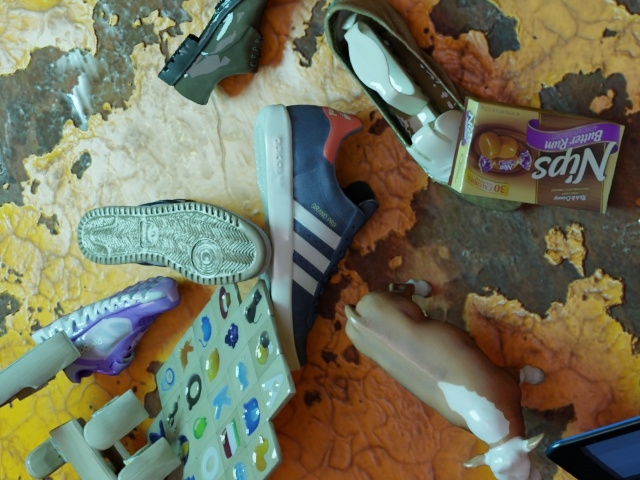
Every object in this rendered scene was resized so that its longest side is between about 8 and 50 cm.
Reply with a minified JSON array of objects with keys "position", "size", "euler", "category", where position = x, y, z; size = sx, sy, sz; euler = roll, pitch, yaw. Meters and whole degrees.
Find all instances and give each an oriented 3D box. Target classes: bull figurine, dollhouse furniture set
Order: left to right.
[{"position":[-0.345,0.268,1.915],"size":[0.242,0.161,0.212],"euler":[55,143,-4],"category":"dollhouse furniture set"},{"position":[0.166,0.163,1.749],"size":[0.310,0.188,0.101],"euler":[42,110,12],"category":"bull figurine"}]

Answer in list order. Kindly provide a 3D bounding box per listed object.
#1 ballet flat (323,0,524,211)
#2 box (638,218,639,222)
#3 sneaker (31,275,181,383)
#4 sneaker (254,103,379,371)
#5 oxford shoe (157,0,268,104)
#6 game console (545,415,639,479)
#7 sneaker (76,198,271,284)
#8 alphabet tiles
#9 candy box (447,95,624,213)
[{"position":[0.117,-0.165,1.761],"size":[0.116,0.124,0.342],"euler":[-40,82,23],"category":"ballet flat"},{"position":[0.431,-0.044,1.665],"size":[0.087,0.102,0.101],"euler":[36,109,16],"category":"box"},{"position":[-0.274,0.125,1.976],"size":[0.236,0.095,0.105],"euler":[-24,93,28],"category":"sneaker"},{"position":[0.000,0.000,1.838],"size":[0.148,0.131,0.350],"euler":[-4,113,-11],"category":"sneaker"},{"position":[-0.101,-0.267,1.870],"size":[0.096,0.083,0.227],"euler":[39,109,-11],"category":"oxford shoe"},{"position":[0.443,0.292,1.666],"size":[0.293,0.173,0.250],"euler":[-21,89,23],"category":"game console"},{"position":[-0.155,-0.003,1.863],"size":[0.282,0.153,0.099],"euler":[6,94,31],"category":"sneaker"},{"position":[-0.134,0.220,1.852],"size":[0.342,0.011,0.285],"euler":[-53,40,37],"category":"alphabet tiles"},{"position":[0.251,-0.098,1.706],"size":[0.186,0.053,0.109],"euler":[8,101,-14],"category":"candy box"}]
